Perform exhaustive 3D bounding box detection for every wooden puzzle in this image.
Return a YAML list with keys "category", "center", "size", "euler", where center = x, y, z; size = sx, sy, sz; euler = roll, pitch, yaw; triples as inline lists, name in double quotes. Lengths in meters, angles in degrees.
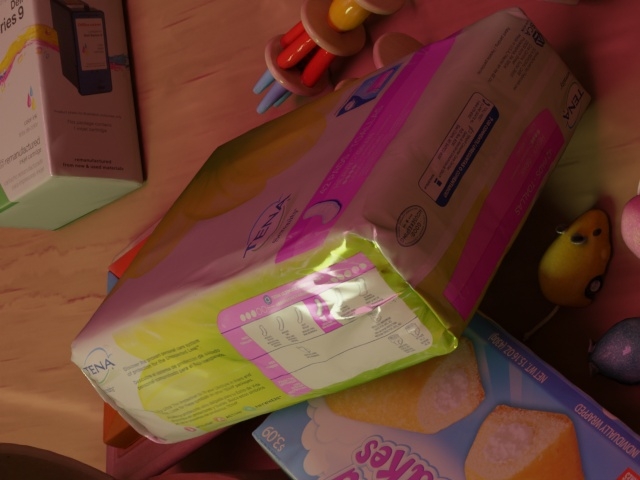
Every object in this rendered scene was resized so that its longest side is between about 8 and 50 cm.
- category: "wooden puzzle"
  center: [-0.110, 0.061, 1.366]
  size: [0.239, 0.044, 0.221]
  euler: [-42, 41, 44]

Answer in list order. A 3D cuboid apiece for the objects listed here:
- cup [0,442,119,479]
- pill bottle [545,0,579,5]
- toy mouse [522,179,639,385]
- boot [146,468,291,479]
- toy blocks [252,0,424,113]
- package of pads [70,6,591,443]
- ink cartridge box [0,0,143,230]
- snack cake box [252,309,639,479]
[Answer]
- category: "cup"
  center: [-0.223, 0.340, 1.255]
  size: [0.237, 0.331, 0.331]
  euler: [-50, 51, 27]
- category: "pill bottle"
  center: [0.127, -0.236, 1.063]
  size: [0.112, 0.112, 0.186]
  euler: [22, 105, 50]
- category: "toy mouse"
  center: [0.179, 0.029, 1.049]
  size: [0.143, 0.031, 0.161]
  euler: [44, 122, 43]
- category: "boot"
  center: [-0.020, 0.261, 1.236]
  size: [0.295, 0.104, 0.211]
  euler: [-6, 84, 48]
- category: "toy blocks"
  center: [0.009, -0.108, 1.256]
  size: [0.148, 0.054, 0.123]
  euler: [-44, 57, 43]
- category: "package of pads"
  center: [0.000, 0.000, 1.115]
  size: [0.296, 0.101, 0.229]
  euler: [-23, 26, 46]
- category: "ink cartridge box"
  center: [-0.236, -0.130, 1.539]
  size: [0.154, 0.093, 0.212]
  euler: [-22, 69, 50]
- category: "snack cake box"
  center: [0.098, 0.148, 1.047]
  size: [0.152, 0.089, 0.264]
  euler: [-44, 45, -7]
